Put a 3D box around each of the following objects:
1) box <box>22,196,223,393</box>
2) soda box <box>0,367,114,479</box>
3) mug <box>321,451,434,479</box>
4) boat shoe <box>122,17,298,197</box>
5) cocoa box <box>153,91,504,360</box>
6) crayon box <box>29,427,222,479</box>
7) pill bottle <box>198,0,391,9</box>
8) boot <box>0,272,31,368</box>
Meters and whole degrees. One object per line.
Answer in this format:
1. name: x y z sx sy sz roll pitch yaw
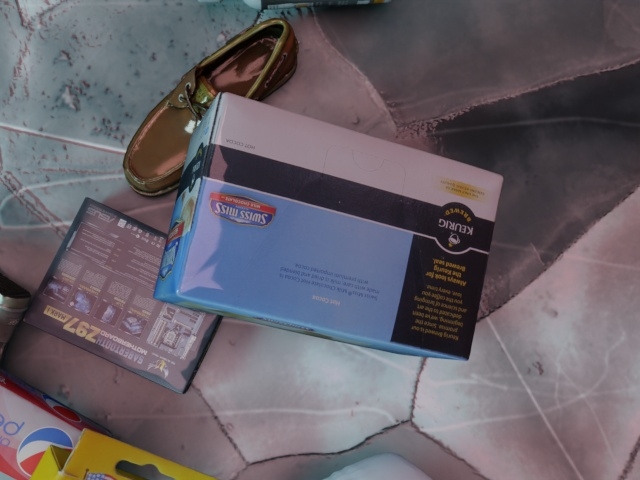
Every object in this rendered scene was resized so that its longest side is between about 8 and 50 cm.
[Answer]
1. box: -0.245 0.074 1.068 0.233 0.059 0.183 24 81 0
2. soda box: -0.375 0.221 0.970 0.263 0.083 0.092 39 81 -27
3. mug: 0.045 0.415 0.876 0.276 0.374 0.328 45 75 -1
4. boat shoe: -0.156 -0.190 1.089 0.111 0.104 0.307 41 82 3
5. cocoa box: 0.000 0.000 0.970 0.347 0.231 0.227 14 81 -16
6. crayon box: -0.280 0.383 0.954 0.202 0.081 0.318 32 85 -29
7. pill bottle: -0.034 -0.400 1.098 0.279 0.162 0.162 -5 82 -4
8. boot: -0.470 0.135 1.043 0.190 0.076 0.208 29 104 33
